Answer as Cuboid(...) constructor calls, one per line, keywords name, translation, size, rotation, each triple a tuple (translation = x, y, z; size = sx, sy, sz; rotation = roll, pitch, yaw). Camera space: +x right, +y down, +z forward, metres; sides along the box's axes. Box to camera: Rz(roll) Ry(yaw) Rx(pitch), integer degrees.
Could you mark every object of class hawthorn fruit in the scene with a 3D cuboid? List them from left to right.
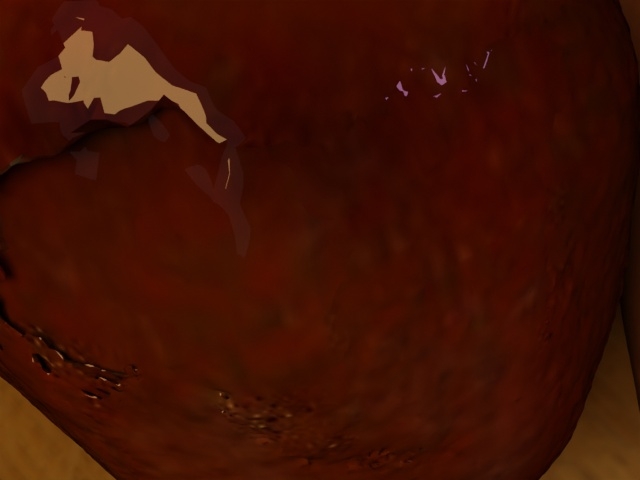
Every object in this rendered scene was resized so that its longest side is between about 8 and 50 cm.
Cuboid(name="hawthorn fruit", translation=(0.000, 0.000, 0.570), size=(0.211, 0.299, 0.211), rotation=(-14, 42, 13))

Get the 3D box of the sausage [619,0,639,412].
Cuboid(name="sausage", translation=(0.134, 0.004, 0.602), size=(0.086, 0.086, 0.289), rotation=(-11, 84, 22))
